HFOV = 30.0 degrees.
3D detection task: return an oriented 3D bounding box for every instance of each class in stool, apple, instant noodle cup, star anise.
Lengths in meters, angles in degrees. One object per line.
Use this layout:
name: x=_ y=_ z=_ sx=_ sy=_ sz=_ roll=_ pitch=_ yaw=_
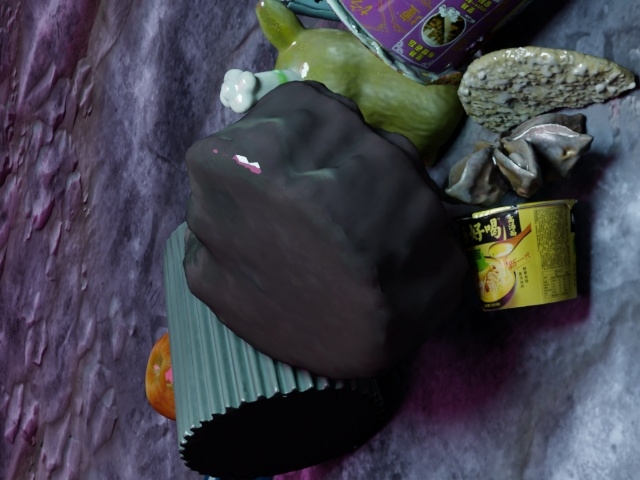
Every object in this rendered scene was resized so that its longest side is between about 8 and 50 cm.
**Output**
stool: x=-0.088 y=0.139 z=1.743 sx=0.297 sy=0.297 sz=0.330 roll=-47 pitch=47 yaw=41
apple: x=-0.221 y=0.232 z=2.047 sx=0.163 sy=0.139 sz=0.164 roll=-40 pitch=43 yaw=51
instant noodle cup: x=0.242 y=0.018 z=1.428 sx=0.151 sy=0.151 sz=0.122 roll=-10 pitch=89 yaw=53
instant noodle cup: x=0.171 y=-0.392 z=1.449 sx=0.266 sy=0.339 sz=0.340 roll=-33 pitch=60 yaw=35
star anise: x=0.238 y=-0.096 z=1.422 sx=0.196 sy=0.212 sz=0.073 roll=-17 pitch=104 yaw=35

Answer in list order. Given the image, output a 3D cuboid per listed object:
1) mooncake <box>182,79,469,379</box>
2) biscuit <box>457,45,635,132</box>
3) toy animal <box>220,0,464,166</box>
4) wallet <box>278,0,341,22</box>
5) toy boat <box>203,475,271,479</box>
mooncake: x=0.000 y=0.000 z=1.453 sx=0.350 sy=0.212 sz=0.381 roll=47 pitch=151 yaw=1
biscuit: x=0.246 y=-0.189 z=1.448 sx=0.250 sy=0.133 sz=0.032 roll=-13 pitch=58 yaw=54
toy animal: x=0.019 y=-0.209 z=1.593 sx=0.180 sy=0.362 sz=0.181 roll=133 pitch=134 yaw=-59
wallet: x=0.023 y=-0.353 z=1.671 sx=0.176 sy=0.250 sz=0.075 roll=48 pitch=123 yaw=46
toy boat: x=-0.119 y=0.342 z=1.925 sx=0.299 sy=0.096 sz=0.062 roll=-65 pitch=32 yaw=23
